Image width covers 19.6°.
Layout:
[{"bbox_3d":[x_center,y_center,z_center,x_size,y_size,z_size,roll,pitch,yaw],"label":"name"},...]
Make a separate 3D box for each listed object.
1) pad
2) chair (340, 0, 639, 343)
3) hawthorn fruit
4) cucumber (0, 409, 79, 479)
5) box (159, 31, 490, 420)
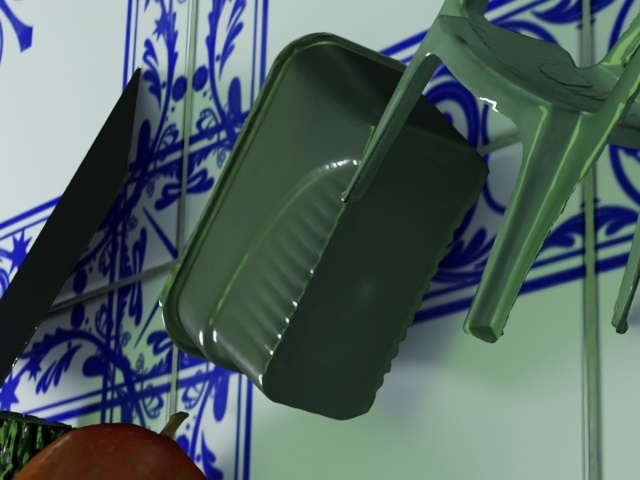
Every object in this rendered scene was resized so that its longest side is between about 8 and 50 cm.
[{"bbox_3d":[-0.262,0.027,1.758,0.367,0.007,0.248,-57,18,24],"label":"pad"},{"bbox_3d":[0.171,-0.094,1.180,0.203,0.190,0.275,50,126,47],"label":"chair"},{"bbox_3d":[-0.164,0.230,1.513,0.196,0.196,0.225,-12,44,51],"label":"hawthorn fruit"},{"bbox_3d":[-0.309,0.336,1.709,0.096,0.096,0.359,13,88,54],"label":"cucumber"},{"bbox_3d":[0.000,0.000,1.367,0.274,0.138,0.178,-66,28,13],"label":"box"}]
